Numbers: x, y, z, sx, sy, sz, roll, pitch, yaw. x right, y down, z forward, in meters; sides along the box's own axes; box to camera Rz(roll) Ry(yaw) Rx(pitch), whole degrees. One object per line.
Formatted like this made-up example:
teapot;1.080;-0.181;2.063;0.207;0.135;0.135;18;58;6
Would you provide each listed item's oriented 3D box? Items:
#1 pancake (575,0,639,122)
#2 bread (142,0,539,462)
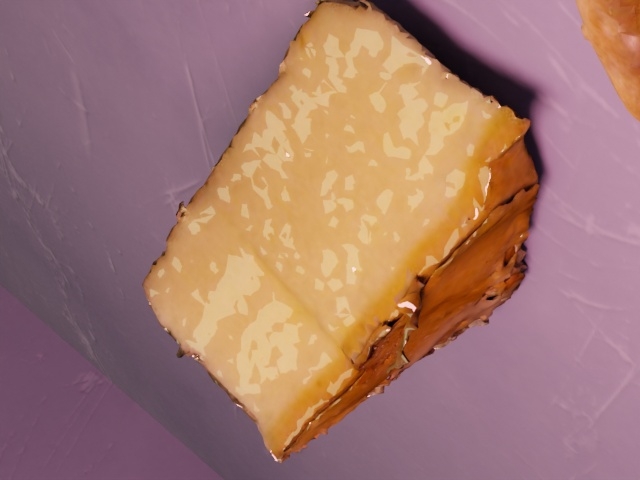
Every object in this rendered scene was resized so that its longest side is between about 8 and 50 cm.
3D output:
pancake;0.270;-0.098;0.582;0.356;0.065;0.356;11;152;6
bread;0.000;0.000;1.166;0.248;0.279;0.315;47;171;22
